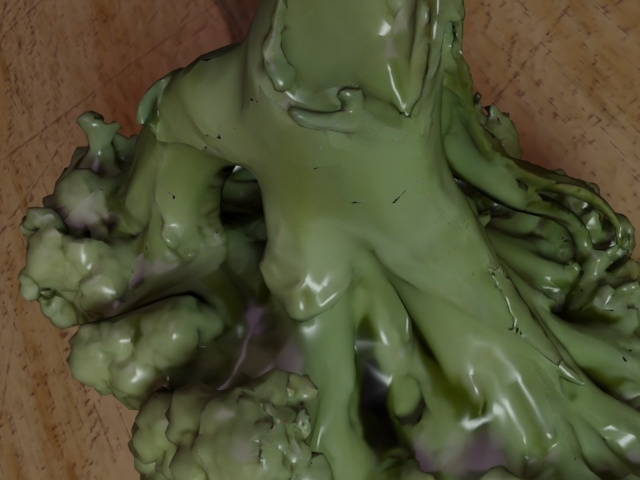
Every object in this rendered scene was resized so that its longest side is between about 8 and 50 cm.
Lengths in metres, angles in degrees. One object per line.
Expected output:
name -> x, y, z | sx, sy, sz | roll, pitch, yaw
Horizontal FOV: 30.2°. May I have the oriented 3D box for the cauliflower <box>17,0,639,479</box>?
cauliflower -> -0.003, 0.022, 0.485 | 0.327, 0.281, 0.260 | 17, 77, 27
